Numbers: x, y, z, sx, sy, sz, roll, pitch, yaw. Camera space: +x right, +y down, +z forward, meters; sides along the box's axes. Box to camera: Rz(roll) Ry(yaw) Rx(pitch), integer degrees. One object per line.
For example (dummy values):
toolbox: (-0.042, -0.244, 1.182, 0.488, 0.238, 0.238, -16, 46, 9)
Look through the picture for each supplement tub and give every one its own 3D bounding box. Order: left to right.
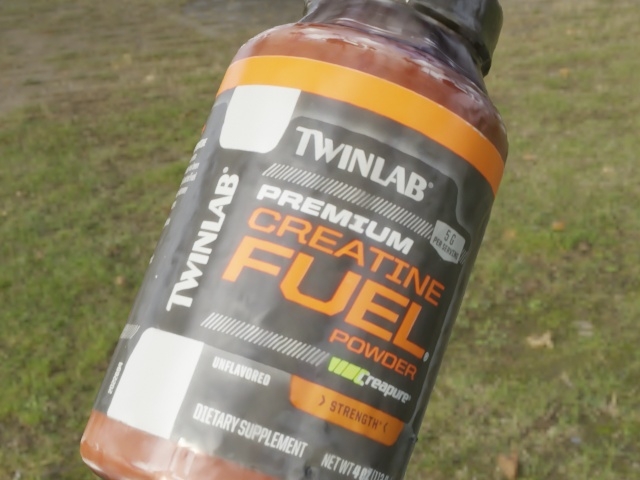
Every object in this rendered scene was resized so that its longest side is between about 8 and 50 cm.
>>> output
supplement tub: (0.000, 0.000, 0.368, 0.106, 0.198, 0.106, 18, -12, 4)
